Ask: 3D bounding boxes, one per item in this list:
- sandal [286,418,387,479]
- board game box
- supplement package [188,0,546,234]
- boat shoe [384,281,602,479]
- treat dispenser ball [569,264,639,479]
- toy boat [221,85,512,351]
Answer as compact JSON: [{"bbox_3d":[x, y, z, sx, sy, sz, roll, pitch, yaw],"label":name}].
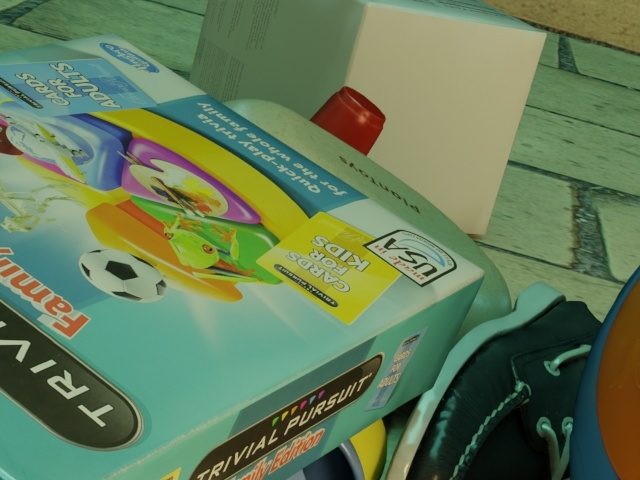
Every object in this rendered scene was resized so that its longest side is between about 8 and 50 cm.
[{"bbox_3d":[-0.118,0.093,0.765,0.317,0.126,0.138,12,22,-5],"label":"sandal"},{"bbox_3d":[-0.112,0.016,0.703,0.253,0.079,0.336,33,27,20],"label":"board game box"},{"bbox_3d":[0.030,-0.147,1.464,0.198,0.199,0.262,4,21,-33],"label":"supplement package"},{"bbox_3d":[0.119,0.103,0.926,0.091,0.114,0.302,26,29,16],"label":"boat shoe"},{"bbox_3d":[0.263,0.105,0.752,0.288,0.288,0.288,13,18,-4],"label":"treat dispenser ball"},{"bbox_3d":[0.000,0.000,1.109,0.267,0.148,0.318,34,16,-15],"label":"toy boat"}]
